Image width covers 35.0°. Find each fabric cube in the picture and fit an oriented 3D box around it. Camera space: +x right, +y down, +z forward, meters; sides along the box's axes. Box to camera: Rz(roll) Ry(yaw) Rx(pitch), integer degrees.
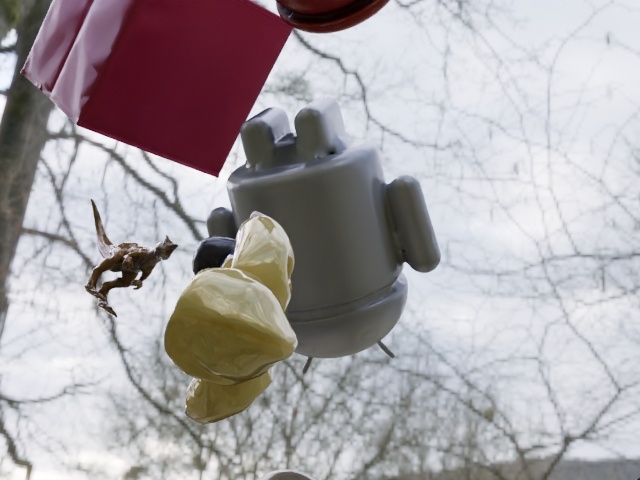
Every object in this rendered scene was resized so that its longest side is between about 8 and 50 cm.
[{"bbox_3d":[-0.245,-0.285,1.504,0.254,0.258,0.259,18,14,-42],"label":"fabric cube"}]

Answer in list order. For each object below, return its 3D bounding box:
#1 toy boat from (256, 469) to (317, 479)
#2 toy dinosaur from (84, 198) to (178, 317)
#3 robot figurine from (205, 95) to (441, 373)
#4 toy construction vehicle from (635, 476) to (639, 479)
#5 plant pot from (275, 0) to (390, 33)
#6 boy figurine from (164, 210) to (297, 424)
[{"bbox_3d":[-0.060,0.361,1.091,0.151,0.151,0.231,27,27,27],"label":"toy boat"},{"bbox_3d":[-0.226,0.023,1.155,0.211,0.112,0.064,10,-30,49],"label":"toy dinosaur"},{"bbox_3d":[0.000,0.000,1.303,0.299,0.354,0.200,-7,15,20],"label":"robot figurine"},{"bbox_3d":[0.293,0.269,0.929,0.035,0.086,0.098,-25,-22,-16],"label":"toy construction vehicle"},{"bbox_3d":[-0.002,-0.351,1.194,0.191,0.191,0.174,-5,-40,22],"label":"plant pot"},{"bbox_3d":[-0.072,0.065,0.793,0.092,0.177,0.285,19,4,-5],"label":"boy figurine"}]
